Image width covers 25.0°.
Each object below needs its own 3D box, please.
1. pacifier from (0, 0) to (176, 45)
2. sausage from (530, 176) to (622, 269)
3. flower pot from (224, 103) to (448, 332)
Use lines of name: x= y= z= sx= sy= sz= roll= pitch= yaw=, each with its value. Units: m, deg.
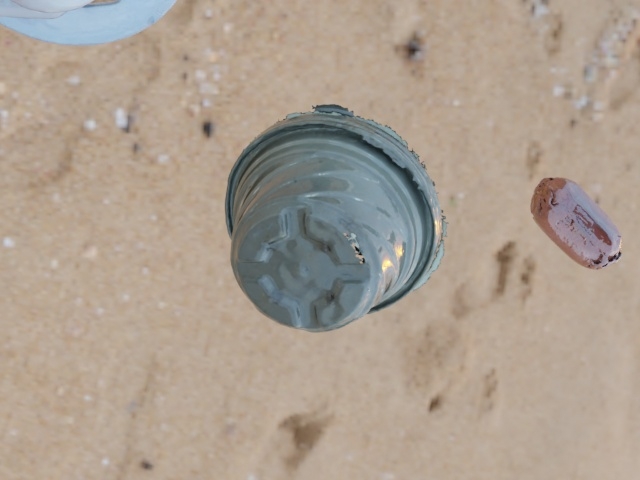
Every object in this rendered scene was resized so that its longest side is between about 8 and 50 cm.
pacifier: x=-0.218 y=-0.298 z=1.152 sx=0.225 sy=0.239 sz=0.287 roll=-81 pitch=167 yaw=-49
sausage: x=0.320 y=-0.019 z=1.801 sx=0.141 sy=0.076 sz=0.076 roll=41 pitch=62 yaw=-15
flower pot: x=0.000 y=0.000 z=1.419 sx=0.140 sy=0.236 sz=0.235 roll=-64 pitch=144 yaw=-58
